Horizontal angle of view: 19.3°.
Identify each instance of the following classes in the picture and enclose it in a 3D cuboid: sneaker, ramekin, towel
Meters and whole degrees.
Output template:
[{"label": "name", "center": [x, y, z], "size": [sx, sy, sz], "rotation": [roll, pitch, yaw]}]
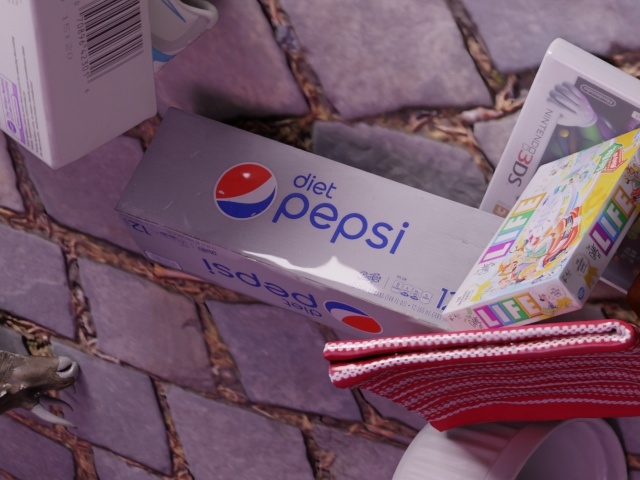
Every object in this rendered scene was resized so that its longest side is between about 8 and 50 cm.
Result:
[{"label": "sneaker", "center": [-0.136, -0.215, 1.316], "size": [0.083, 0.071, 0.191], "rotation": [-27, 109, 19]}, {"label": "ramekin", "center": [0.136, 0.218, 1.444], "size": [0.109, 0.207, 0.207], "rotation": [16, 139, 38]}, {"label": "towel", "center": [0.132, 0.092, 1.248], "size": [0.199, 0.031, 0.275], "rotation": [-6, 167, 16]}]

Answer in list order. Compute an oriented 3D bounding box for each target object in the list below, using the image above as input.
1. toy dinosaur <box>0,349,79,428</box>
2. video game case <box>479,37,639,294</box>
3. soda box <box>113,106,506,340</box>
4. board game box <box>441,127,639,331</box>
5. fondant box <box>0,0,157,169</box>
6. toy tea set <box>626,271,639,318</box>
[{"label": "toy dinosaur", "center": [-0.389, 0.101, 1.786], "size": [0.313, 0.121, 0.160], "rotation": [10, 122, 24]}, {"label": "video game case", "center": [0.213, -0.030, 1.264], "size": [0.190, 0.022, 0.173], "rotation": [29, 142, 9]}, {"label": "soda box", "center": [0.000, 0.000, 1.382], "size": [0.286, 0.098, 0.091], "rotation": [19, 160, 21]}, {"label": "board game box", "center": [0.152, -0.005, 1.194], "size": [0.103, 0.154, 0.026], "rotation": [-22, 114, 48]}, {"label": "fondant box", "center": [-0.254, -0.230, 1.265], "size": [0.330, 0.096, 0.238], "rotation": [35, 143, 31]}, {"label": "toy tea set", "center": [0.352, 0.096, 1.232], "size": [0.336, 0.124, 0.200], "rotation": [46, 171, -28]}]
